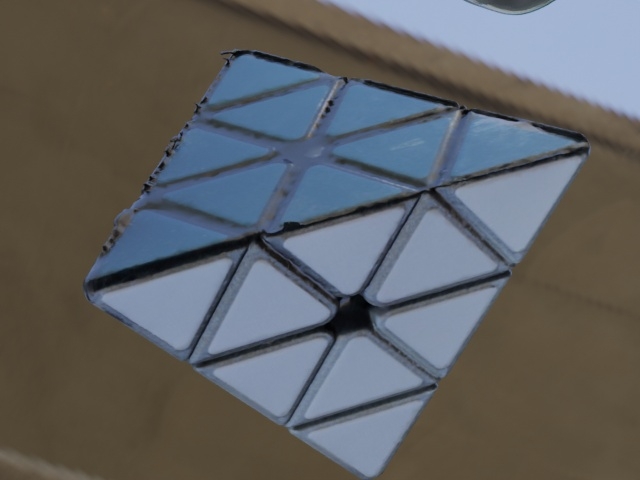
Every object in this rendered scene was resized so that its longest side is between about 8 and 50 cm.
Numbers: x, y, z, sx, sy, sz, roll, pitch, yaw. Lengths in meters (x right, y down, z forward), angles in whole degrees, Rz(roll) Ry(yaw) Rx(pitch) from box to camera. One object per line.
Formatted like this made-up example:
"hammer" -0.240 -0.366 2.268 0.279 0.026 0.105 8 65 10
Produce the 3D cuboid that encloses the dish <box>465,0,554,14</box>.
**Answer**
"dish" 0.132 -0.240 1.069 0.246 0.078 0.224 4 -101 1

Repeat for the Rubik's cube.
"Rubik's cube" -0.002 -0.001 1.238 0.233 0.228 0.229 28 -100 -2
